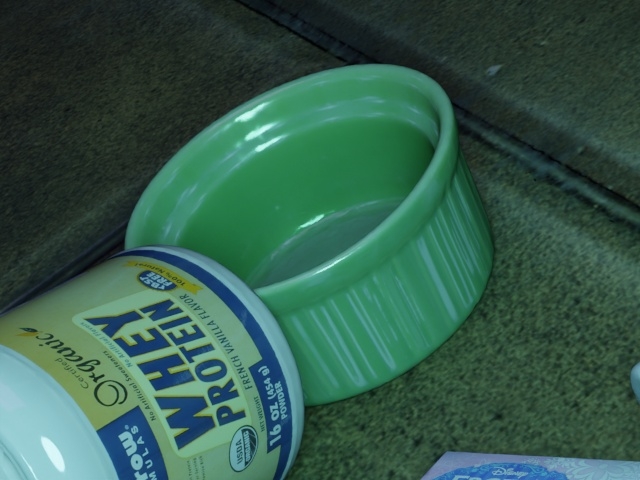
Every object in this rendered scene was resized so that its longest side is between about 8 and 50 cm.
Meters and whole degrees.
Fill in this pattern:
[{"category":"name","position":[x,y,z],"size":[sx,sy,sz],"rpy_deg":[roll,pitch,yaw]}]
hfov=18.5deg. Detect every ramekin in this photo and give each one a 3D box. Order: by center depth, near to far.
[{"category":"ramekin","position":[0.000,0.000,1.673],"size":[0.303,0.148,0.303],"rpy_deg":[-20,34,14]}]

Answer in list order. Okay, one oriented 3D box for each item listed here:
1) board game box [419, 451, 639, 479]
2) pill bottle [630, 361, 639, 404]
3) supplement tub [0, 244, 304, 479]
[{"category":"board game box","position":[0.137,0.248,1.227],"size":[0.318,0.066,0.318],"rpy_deg":[-2,27,38]},{"category":"pill bottle","position":[0.320,0.081,1.347],"size":[0.193,0.108,0.108],"rpy_deg":[-33,32,-4]},{"category":"supplement tub","position":[-0.185,0.154,1.447],"size":[0.228,0.228,0.316],"rpy_deg":[-1,19,38]}]
